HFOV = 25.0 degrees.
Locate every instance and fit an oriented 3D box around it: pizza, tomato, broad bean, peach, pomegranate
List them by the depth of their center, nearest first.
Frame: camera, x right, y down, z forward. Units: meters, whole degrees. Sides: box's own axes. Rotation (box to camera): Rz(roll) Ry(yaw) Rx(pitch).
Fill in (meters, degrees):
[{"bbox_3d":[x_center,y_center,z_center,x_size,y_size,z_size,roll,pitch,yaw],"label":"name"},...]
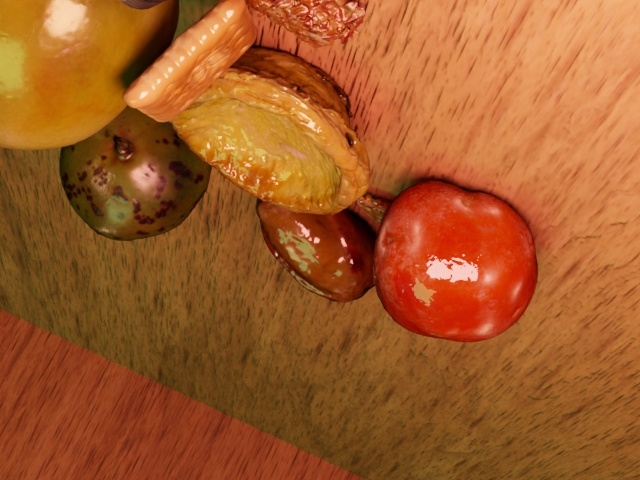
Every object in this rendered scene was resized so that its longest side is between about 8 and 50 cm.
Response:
[{"bbox_3d":[-0.293,-0.248,1.497,0.314,0.282,0.315,19,126,-40],"label":"peach"},{"bbox_3d":[0.171,0.037,1.858,0.232,0.189,0.232,22,162,7],"label":"tomato"},{"bbox_3d":[0.097,-0.036,2.006,0.100,0.029,0.099,24,168,11],"label":"pizza"},{"bbox_3d":[-0.252,-0.100,2.016,0.211,0.211,0.263,22,176,8],"label":"pomegranate"},{"bbox_3d":[0.002,-0.003,2.063,0.122,0.156,0.228,-36,119,20],"label":"broad bean"}]

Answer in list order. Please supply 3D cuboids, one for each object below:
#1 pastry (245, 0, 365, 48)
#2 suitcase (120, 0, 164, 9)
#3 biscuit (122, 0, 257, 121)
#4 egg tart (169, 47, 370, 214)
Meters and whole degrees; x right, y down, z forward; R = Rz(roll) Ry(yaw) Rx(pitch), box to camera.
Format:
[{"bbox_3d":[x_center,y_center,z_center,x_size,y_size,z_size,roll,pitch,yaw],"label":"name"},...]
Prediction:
[{"bbox_3d":[-0.033,-0.257,1.541,0.169,0.063,0.087,33,165,-17],"label":"pastry"},{"bbox_3d":[-0.215,-0.363,1.290,0.312,0.202,0.128,35,158,-22],"label":"suitcase"},{"bbox_3d":[-0.131,-0.187,1.522,0.030,0.160,0.249,47,180,0],"label":"biscuit"},{"bbox_3d":[-0.056,-0.146,1.771,0.294,0.123,0.294,24,158,11],"label":"egg tart"}]
